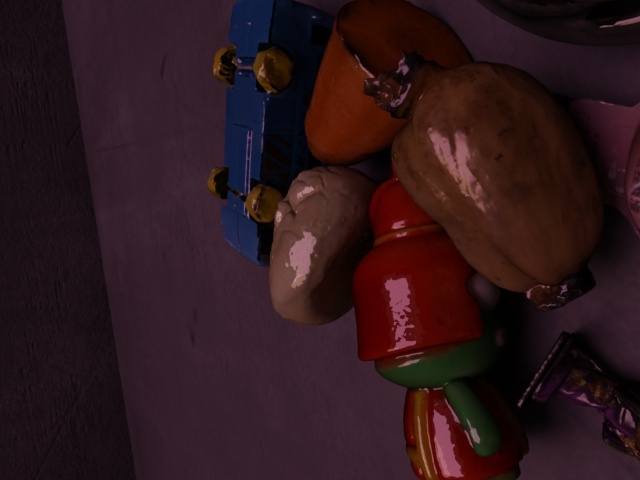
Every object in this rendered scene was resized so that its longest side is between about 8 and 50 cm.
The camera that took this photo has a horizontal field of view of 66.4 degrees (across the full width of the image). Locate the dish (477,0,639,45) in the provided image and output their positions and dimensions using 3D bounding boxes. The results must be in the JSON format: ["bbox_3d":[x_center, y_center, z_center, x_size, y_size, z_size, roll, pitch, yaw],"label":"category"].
[{"bbox_3d":[0.177,-0.245,0.277,0.324,0.124,0.324,27,150,18],"label":"dish"}]

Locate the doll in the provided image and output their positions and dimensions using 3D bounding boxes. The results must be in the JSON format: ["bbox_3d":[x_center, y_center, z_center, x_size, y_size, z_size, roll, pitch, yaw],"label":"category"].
[{"bbox_3d":[0.115,0.075,0.537,0.182,0.160,0.363,52,-150,-78],"label":"doll"}]

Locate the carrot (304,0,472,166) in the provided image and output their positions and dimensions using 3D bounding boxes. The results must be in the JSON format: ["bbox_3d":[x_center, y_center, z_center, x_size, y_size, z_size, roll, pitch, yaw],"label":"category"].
[{"bbox_3d":[0.051,-0.162,0.601,0.225,0.159,0.159,-49,58,52],"label":"carrot"}]

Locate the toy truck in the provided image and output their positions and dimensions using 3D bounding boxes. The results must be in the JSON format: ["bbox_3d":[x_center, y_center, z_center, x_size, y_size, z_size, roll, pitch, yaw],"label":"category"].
[{"bbox_3d":[-0.067,-0.162,0.751,0.161,0.162,0.384,27,118,49],"label":"toy truck"}]

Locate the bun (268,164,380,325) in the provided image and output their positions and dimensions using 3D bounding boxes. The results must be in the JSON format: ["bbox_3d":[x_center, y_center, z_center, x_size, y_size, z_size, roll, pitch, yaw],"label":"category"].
[{"bbox_3d":[0.000,0.000,0.662,0.145,0.229,0.229,32,125,23],"label":"bun"}]

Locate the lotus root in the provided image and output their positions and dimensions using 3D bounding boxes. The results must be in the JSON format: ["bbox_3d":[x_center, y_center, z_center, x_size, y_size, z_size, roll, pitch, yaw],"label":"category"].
[{"bbox_3d":[0.151,-0.062,0.440,0.257,0.140,0.154,58,163,4],"label":"lotus root"}]

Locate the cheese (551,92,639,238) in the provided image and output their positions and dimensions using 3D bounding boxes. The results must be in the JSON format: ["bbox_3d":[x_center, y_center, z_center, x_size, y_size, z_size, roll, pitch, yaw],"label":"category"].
[{"bbox_3d":[0.269,-0.047,0.366,0.286,0.074,0.189,43,153,56],"label":"cheese"}]

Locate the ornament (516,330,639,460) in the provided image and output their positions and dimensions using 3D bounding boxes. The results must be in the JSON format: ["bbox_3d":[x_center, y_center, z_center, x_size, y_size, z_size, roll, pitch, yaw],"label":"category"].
[{"bbox_3d":[0.286,0.155,0.417,0.203,0.088,0.081,25,94,36],"label":"ornament"}]
